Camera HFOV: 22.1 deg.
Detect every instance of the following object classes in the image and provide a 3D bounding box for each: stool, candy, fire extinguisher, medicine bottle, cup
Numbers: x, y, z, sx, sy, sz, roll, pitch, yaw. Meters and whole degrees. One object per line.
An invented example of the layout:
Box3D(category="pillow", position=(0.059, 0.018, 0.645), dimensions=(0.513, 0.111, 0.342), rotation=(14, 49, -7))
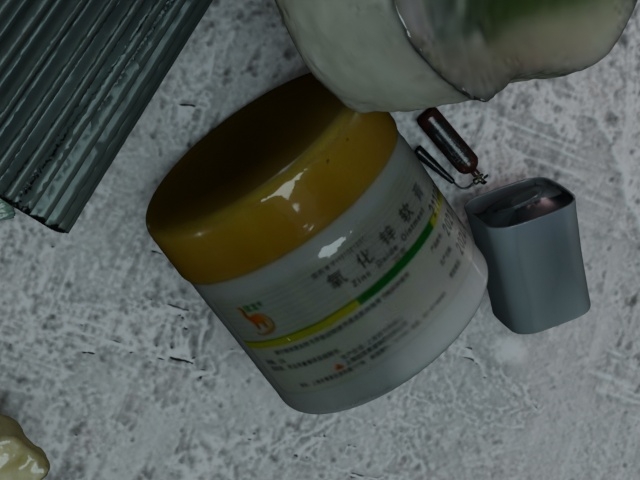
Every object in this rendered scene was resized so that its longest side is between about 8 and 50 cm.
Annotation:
Box3D(category="stool", position=(-0.238, -0.222, 1.349), dimensions=(0.297, 0.297, 0.330), rotation=(36, 88, -21))
Box3D(category="candy", position=(0.100, -0.312, 1.359), dimensions=(0.386, 0.186, 0.427), rotation=(-30, 118, -30))
Box3D(category="fire extinguisher", position=(0.126, -0.081, 1.616), dimensions=(0.046, 0.032, 0.100), rotation=(-44, 105, -13))
Box3D(category="medicine bottle", position=(0.000, 0.000, 1.491), dimensions=(0.238, 0.238, 0.232), rotation=(-38, 111, -3))
Box3D(category="cup", position=(0.198, 0.007, 1.610), dimensions=(0.095, 0.128, 0.129), rotation=(-19, 113, -12))

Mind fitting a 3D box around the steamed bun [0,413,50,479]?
Box3D(category="steamed bun", position=(-0.386, 0.263, 1.509), dimensions=(0.292, 0.137, 0.295), rotation=(-47, 117, -1))

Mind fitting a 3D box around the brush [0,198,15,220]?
Box3D(category="brush", position=(-0.394, -0.031, 1.494), dimensions=(0.218, 0.010, 0.082), rotation=(-15, 108, -10))
